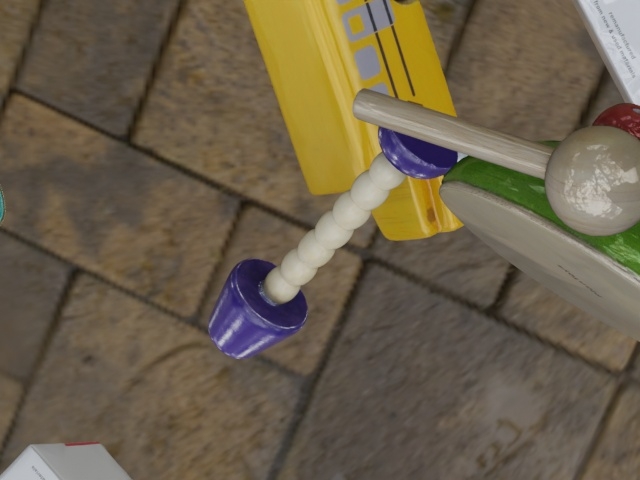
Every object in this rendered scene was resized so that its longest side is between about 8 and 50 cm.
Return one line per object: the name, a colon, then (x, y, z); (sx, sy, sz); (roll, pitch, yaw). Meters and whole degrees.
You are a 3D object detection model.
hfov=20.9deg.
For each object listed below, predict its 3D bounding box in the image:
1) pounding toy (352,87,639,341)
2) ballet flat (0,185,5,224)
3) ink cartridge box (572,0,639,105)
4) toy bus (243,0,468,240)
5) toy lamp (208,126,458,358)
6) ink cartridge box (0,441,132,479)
pounding toy: (0.155, -0.034, 0.926); (0.183, 0.237, 0.110); (28, 83, 40)
ballet flat: (-0.437, -0.099, 2.017); (0.067, 0.073, 0.206); (-14, 108, 58)
ink cartridge box: (0.359, -0.239, 1.508); (0.270, 0.198, 0.197); (-28, 98, 9)
toy bus: (0.030, -0.155, 1.524); (0.108, 0.130, 0.332); (-4, 110, 49)
toy lamp: (0.000, 0.000, 1.411); (0.080, 0.080, 0.274); (48, 122, 7)
ink cartridge box: (-0.293, 0.308, 1.655); (0.237, 0.172, 0.100); (-46, 76, 7)
